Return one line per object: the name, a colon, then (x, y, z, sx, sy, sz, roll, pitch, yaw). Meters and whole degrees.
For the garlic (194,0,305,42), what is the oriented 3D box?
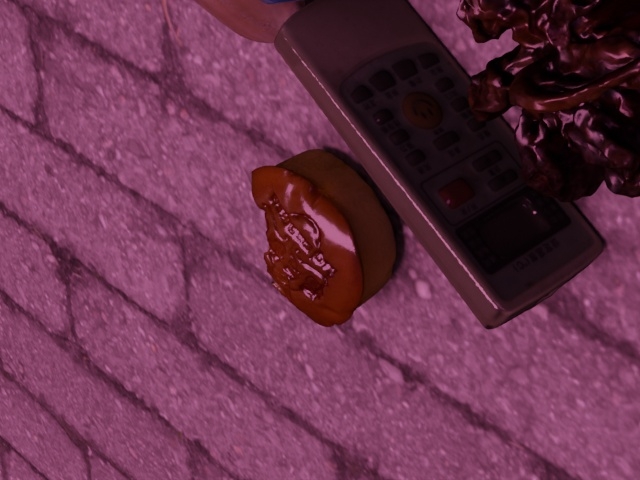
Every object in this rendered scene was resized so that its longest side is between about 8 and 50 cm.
garlic: (-0.107, -0.309, 1.140, 0.318, 0.112, 0.143, 64, 150, 14)

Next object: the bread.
bread: (0.007, 0.001, 1.214, 0.125, 0.086, 0.156, 20, 130, 41)

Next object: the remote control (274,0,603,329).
remote control: (0.087, -0.074, 1.032, 0.285, 0.123, 0.038, 55, 146, 11)

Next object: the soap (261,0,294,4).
soap: (0.031, -0.248, 0.950, 0.293, 0.077, 0.156, 8, 75, 48)

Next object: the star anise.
star anise: (0.167, -0.120, 0.895, 0.190, 0.126, 0.220, 52, 147, 33)
